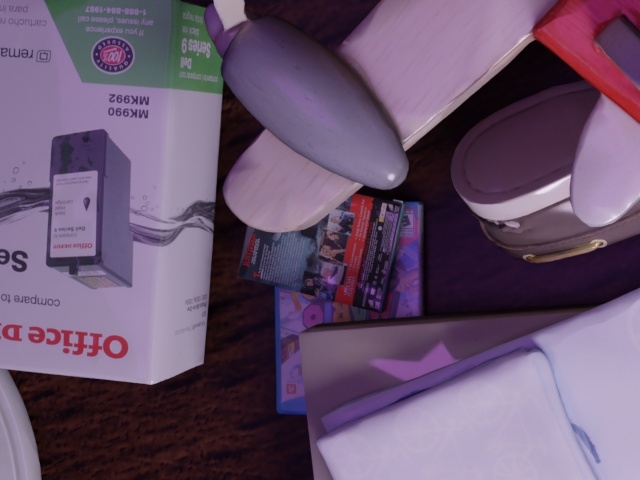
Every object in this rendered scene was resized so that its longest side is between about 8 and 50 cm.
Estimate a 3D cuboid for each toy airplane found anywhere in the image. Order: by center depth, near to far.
[{"bbox_3d":[0.107,-0.195,0.890,0.384,0.272,0.386,1,78,34],"label":"toy airplane"}]

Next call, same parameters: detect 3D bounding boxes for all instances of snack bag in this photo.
[{"bbox_3d":[0.205,0.209,0.994,0.342,0.037,0.323,-24,87,18],"label":"snack bag"}]

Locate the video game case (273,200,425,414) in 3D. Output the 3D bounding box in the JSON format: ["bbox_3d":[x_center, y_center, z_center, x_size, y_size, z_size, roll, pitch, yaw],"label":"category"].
[{"bbox_3d":[0.022,0.053,1.122,0.119,0.015,0.166,0,94,19],"label":"video game case"}]

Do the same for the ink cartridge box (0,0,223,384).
[{"bbox_3d":[-0.195,-0.044,1.128,0.211,0.121,0.289,4,94,13],"label":"ink cartridge box"}]

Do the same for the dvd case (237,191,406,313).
[{"bbox_3d":[0.000,0.000,1.111,0.119,0.013,0.087,13,97,17],"label":"dvd case"}]

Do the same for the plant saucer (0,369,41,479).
[{"bbox_3d":[-0.435,0.214,1.244,0.400,0.100,0.400,1,93,19],"label":"plant saucer"}]

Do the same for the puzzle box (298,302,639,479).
[{"bbox_3d":[0.137,0.254,1.065,0.272,0.052,0.409,-5,94,17],"label":"puzzle box"}]

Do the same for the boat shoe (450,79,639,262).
[{"bbox_3d":[0.255,-0.072,0.993,0.324,0.096,0.116,-21,46,16],"label":"boat shoe"}]
